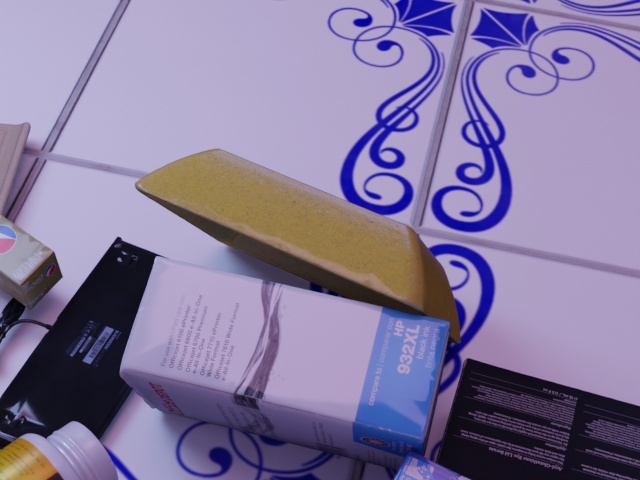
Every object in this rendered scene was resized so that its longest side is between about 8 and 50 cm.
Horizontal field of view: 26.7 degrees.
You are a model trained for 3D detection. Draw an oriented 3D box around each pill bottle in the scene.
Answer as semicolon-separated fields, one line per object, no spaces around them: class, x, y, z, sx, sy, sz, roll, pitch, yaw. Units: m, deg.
pill bottle;-0.312;0.275;1.351;0.215;0.117;0.117;-35;58;-30

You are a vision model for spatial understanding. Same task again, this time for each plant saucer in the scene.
plant saucer;0.000;0.000;1.491;0.332;0.333;0.081;23;86;16

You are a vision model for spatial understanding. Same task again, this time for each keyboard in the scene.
keyboard;-0.291;0.114;1.560;0.201;0.033;0.317;21;49;11

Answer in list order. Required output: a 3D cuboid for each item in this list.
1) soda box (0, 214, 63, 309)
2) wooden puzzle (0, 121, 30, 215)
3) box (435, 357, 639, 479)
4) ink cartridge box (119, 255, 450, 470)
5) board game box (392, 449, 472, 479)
soda box;-0.390;0.002;1.578;0.181;0.061;0.058;33;64;20
wooden puzzle;-0.503;-0.073;1.711;0.238;0.044;0.221;3;48;4
box;0.252;0.255;1.423;0.261;0.103;0.184;15;46;9
ink cartridge box;-0.030;0.135;1.409;0.307;0.223;0.129;13;74;7
board game box;0.152;0.403;1.238;0.318;0.066;0.319;23;70;16
